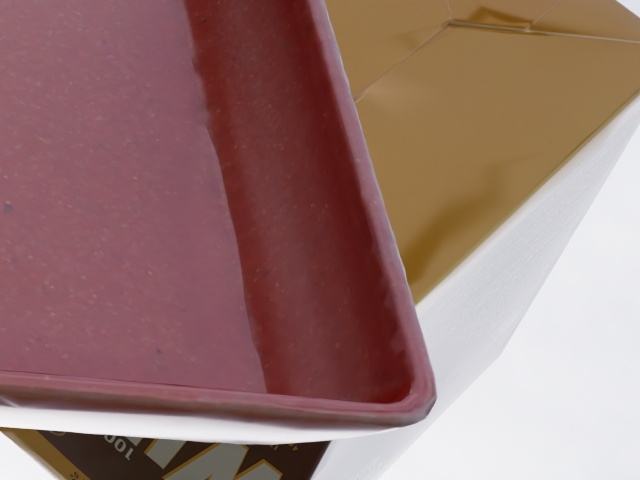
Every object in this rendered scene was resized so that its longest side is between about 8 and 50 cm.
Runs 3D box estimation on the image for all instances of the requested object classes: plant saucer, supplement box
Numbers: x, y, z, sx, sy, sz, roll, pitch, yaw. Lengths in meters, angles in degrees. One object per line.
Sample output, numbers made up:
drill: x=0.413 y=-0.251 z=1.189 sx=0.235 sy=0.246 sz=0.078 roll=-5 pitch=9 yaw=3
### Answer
plant saucer: x=-0.123 y=-0.053 z=0.447 sx=0.258 sy=0.259 sz=0.048 roll=7 pitch=-46 yaw=-22
supplement box: x=0.000 y=0.000 z=0.715 sx=0.129 sy=0.191 sz=0.194 roll=39 pitch=-40 yaw=13
